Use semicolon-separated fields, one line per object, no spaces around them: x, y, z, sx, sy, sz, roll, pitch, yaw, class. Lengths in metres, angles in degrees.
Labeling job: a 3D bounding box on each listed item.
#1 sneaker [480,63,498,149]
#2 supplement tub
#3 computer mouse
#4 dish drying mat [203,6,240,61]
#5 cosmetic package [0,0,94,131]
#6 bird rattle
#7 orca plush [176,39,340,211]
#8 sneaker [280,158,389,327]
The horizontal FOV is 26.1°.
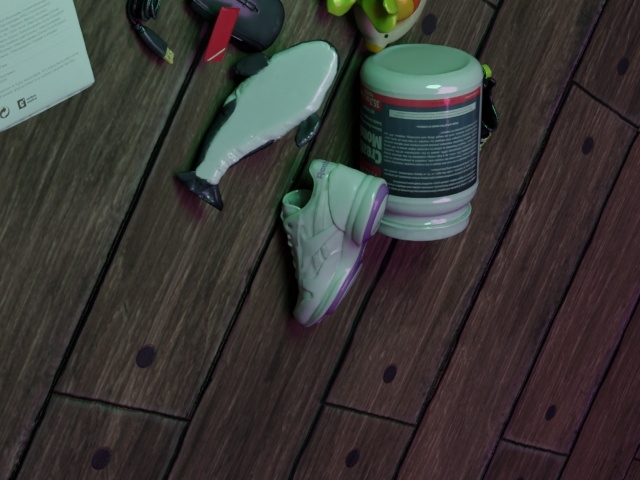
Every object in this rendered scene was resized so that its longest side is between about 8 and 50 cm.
0.248;-0.184;2.319;0.084;0.097;0.235;-21;123;-38;sneaker
0.156;-0.156;2.168;0.191;0.191;0.272;-22;123;-37;supplement tub
-0.143;-0.305;1.889;0.262;0.060;0.184;40;78;-47;computer mouse
-0.135;-0.280;1.877;0.032;0.008;0.083;-2;130;-37;dish drying mat
-0.401;-0.324;1.518;0.155;0.197;0.366;-32;131;-31;cosmetic package
0.106;-0.403;2.086;0.253;0.143;0.207;-54;151;-31;bird rattle
-0.077;-0.169;1.996;0.287;0.151;0.102;-60;175;3;orca plush
0.000;0.000;2.165;0.114;0.152;0.305;-55;169;-55;sneaker
